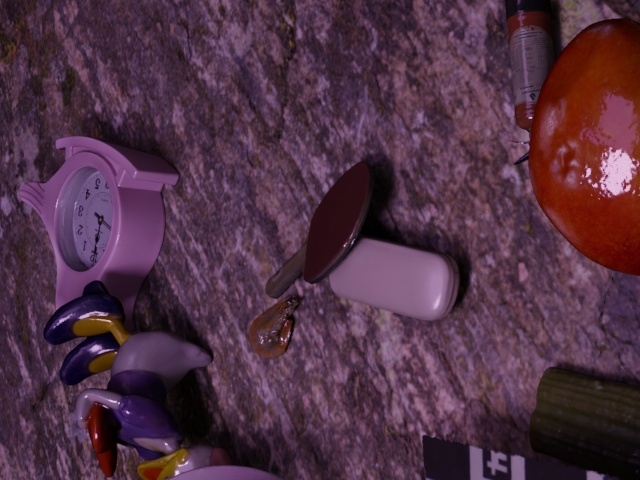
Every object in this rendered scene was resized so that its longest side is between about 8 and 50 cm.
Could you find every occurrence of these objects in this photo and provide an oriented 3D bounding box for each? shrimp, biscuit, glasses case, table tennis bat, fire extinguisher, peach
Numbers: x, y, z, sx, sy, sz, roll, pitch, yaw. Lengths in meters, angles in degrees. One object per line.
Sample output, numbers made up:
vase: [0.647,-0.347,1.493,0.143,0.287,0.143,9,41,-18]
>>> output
shrimp: [-0.052,0.111,1.854,0.108,0.023,0.059,-38,69,39]
biscuit: [0.326,0.196,1.404,0.322,0.038,0.099,13,93,49]
glasses case: [0.081,0.040,1.685,0.204,0.051,0.081,16,97,51]
table tennis bat: [0.000,0.000,1.778,0.246,0.022,0.138,-45,27,46]
fire extinguisher: [0.220,-0.169,1.552,0.062,0.050,0.177,-6,80,22]
peach: [0.305,-0.084,1.335,0.243,0.199,0.243,10,104,43]

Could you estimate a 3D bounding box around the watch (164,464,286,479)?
watch: [-0.134,0.373,1.695,0.231,0.244,0.196,-41,32,32]

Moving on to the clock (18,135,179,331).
clock: [-0.342,-0.018,2.154,0.290,0.080,0.275,25,104,48]

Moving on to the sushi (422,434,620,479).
sushi: [0.236,0.381,1.454,0.296,0.100,0.373,3,98,58]

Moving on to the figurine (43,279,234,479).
figurine: [-0.213,0.228,1.921,0.154,0.193,0.421,82,162,-49]
